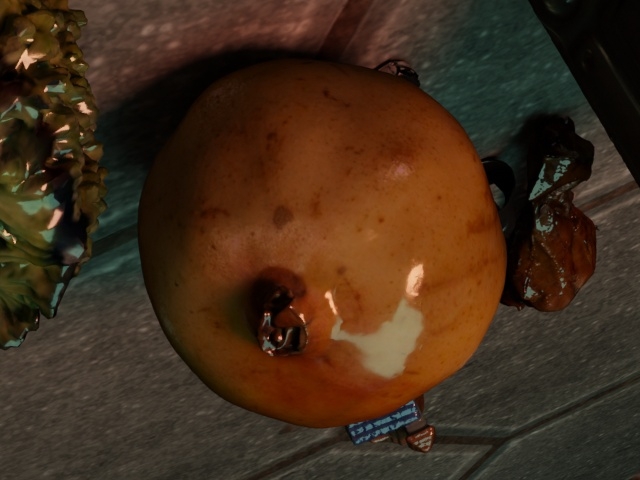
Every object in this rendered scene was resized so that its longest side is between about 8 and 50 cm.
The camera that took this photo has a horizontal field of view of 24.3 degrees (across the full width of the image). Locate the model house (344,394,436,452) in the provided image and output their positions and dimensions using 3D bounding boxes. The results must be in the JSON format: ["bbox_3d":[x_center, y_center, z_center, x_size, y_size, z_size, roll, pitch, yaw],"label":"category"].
[{"bbox_3d":[0.062,0.176,1.587,0.119,0.149,0.148,-23,154,-4],"label":"model house"}]

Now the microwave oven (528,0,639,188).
[{"bbox_3d":[0.339,-0.130,0.919,0.247,0.394,0.333,-10,151,-34],"label":"microwave oven"}]

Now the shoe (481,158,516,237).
[{"bbox_3d":[0.148,-0.046,1.327,0.053,0.062,0.159,-36,151,18],"label":"shoe"}]

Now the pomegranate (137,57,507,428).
[{"bbox_3d":[0.000,0.000,1.018,0.264,0.264,0.264,-22,156,-10],"label":"pomegranate"}]

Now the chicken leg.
[{"bbox_3d":[0.220,-0.015,1.417,0.113,0.093,0.304,-57,162,-18],"label":"chicken leg"}]

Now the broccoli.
[{"bbox_3d":[-0.235,-0.076,0.820,0.242,0.273,0.180,-59,-174,37],"label":"broccoli"}]

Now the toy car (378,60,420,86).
[{"bbox_3d":[0.034,-0.102,1.133,0.093,0.025,0.041,-37,153,17],"label":"toy car"}]
